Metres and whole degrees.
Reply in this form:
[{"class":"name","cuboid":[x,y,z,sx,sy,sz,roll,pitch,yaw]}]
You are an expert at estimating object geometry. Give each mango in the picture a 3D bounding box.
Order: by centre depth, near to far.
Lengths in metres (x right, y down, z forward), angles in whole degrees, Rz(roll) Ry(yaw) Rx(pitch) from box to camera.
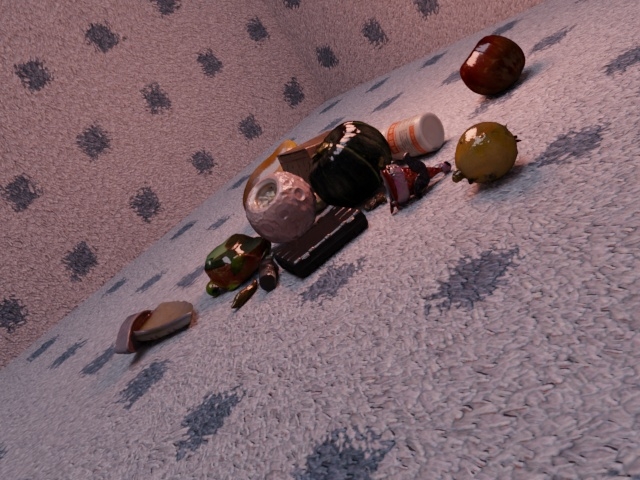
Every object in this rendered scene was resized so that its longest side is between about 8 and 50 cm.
[{"class":"mango","cuboid":[-0.198,-0.258,2.505,0.221,0.199,0.384,22,83,33]}]

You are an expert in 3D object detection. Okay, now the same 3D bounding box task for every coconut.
[{"class":"coconut","cuboid":[-0.017,-0.150,2.200,0.083,0.082,0.081,-34,56,12]}]

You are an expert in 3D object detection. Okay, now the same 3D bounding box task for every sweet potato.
[{"class":"sweet potato","cuboid":[-0.241,0.169,1.857,0.041,0.038,0.153,7,37,29]}]

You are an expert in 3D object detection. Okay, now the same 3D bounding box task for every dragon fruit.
[{"class":"dragon fruit","cuboid":[-0.312,0.073,2.084,0.295,0.130,0.268,-43,25,-25]}]

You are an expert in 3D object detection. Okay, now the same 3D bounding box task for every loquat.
[{"class":"loquat","cuboid":[0.430,-0.225,1.523,0.204,0.149,0.172,-46,23,1]}]

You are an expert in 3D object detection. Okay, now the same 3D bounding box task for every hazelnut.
[{"class":"hazelnut","cuboid":[0.650,-0.648,2.156,0.234,0.218,0.218,-55,20,-1]}]

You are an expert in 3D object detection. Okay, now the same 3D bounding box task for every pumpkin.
[{"class":"pumpkin","cuboid":[0.102,-0.264,2.021,0.323,0.241,0.323,-42,23,23]}]

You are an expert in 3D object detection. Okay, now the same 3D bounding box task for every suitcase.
[{"class":"suitcase","cuboid":[0.000,0.000,1.820,0.285,0.066,0.206,-39,20,-14]}]

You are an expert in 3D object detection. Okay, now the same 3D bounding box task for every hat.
[{"class":"hat","cuboid":[0.299,-0.186,1.754,0.227,0.129,0.140,-18,60,-4]}]

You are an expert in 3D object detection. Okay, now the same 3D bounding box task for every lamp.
[{"class":"lamp","cuboid":[0.178,-0.125,1.886,0.083,0.031,0.063,-34,17,12]}]

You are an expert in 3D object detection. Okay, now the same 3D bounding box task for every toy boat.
[{"class":"toy boat","cuboid":[-0.577,0.294,2.041,0.294,0.111,0.276,-22,18,-4]}]

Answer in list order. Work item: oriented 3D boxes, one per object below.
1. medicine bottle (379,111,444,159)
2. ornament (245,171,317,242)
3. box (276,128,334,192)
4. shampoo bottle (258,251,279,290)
[{"class":"medicine bottle","cuboid":[0.314,-0.367,2.078,0.144,0.144,0.252,-46,20,-30]},{"class":"ornament","cuboid":[-0.131,-0.114,2.052,0.259,0.225,0.259,-21,51,29]},{"class":"box","cuboid":[0.021,-0.326,2.311,0.297,0.190,0.225,-33,16,-33]},{"class":"shampoo bottle","cuboid":[-0.169,0.096,1.879,0.063,0.057,0.207,-32,19,7]}]
